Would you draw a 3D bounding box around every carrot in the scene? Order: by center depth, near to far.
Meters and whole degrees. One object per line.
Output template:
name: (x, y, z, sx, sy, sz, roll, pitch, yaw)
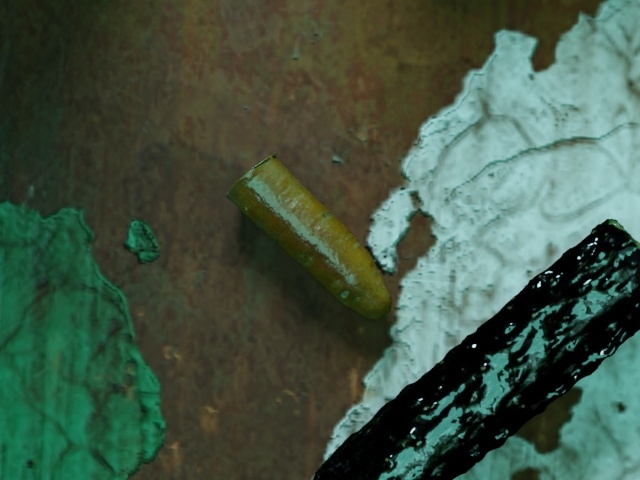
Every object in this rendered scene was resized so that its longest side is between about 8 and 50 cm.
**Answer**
carrot: (0.000, 0.000, 1.016, 0.139, 0.048, 0.048, 43, 99, 4)

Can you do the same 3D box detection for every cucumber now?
cucumber: (0.102, 0.106, 0.984, 0.303, 0.081, 0.072, -41, 75, 12)
